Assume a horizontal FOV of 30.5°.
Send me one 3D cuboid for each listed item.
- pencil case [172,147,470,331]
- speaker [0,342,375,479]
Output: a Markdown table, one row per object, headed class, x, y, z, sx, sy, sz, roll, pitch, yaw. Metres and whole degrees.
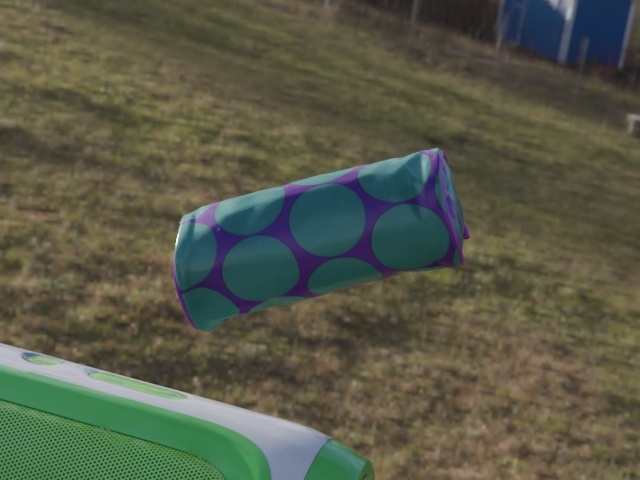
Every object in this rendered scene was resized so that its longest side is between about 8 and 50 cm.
| class | x | y | z | sx | sy | sz | roll | pitch | yaw |
| --- | --- | --- | --- | --- | --- | --- | --- | --- | --- |
| pencil case | 0.000 | 0.000 | 0.616 | 0.151 | 0.064 | 0.070 | -14 | -27 | 8 |
| speaker | -0.127 | 0.132 | 0.627 | 0.296 | 0.131 | 0.131 | 13 | 16 | 14 |
